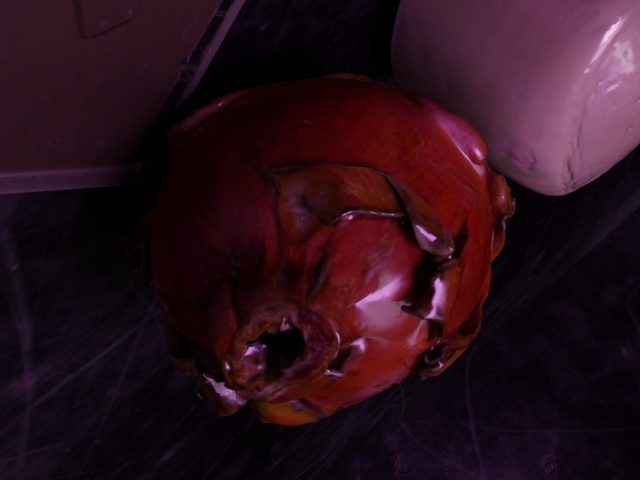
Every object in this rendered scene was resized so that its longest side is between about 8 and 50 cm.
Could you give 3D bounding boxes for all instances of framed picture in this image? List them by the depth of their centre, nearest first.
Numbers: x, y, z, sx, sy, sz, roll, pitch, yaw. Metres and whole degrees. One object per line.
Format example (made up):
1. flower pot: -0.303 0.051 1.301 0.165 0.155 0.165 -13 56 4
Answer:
1. framed picture: -0.102 -0.138 0.499 0.213 0.016 0.289 -12 141 -57

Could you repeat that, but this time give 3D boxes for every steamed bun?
1. steamed bun: 0.161 -0.132 0.762 0.155 0.200 0.250 -45 157 1

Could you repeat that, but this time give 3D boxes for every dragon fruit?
1. dragon fruit: -0.002 0.001 0.653 0.315 0.250 0.250 -42 164 -47
